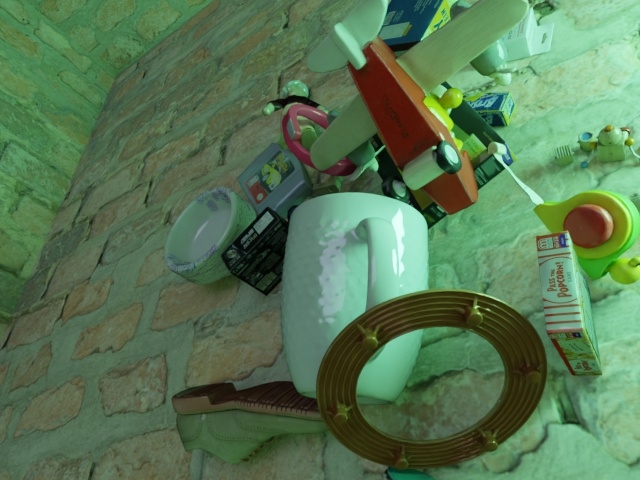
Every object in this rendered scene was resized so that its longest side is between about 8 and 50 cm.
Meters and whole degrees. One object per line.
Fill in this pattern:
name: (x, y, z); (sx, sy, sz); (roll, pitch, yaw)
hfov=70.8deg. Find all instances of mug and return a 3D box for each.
mug: (0.065, 0.103, 0.790); (0.275, 0.374, 0.329); (8, 66, -5)

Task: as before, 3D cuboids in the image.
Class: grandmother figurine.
grandmother figurine: (-0.082, -0.409, 1.441); (0.343, 0.207, 0.104); (-92, 16, -47)

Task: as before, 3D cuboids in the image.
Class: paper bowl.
paper bowl: (-0.305, -0.004, 1.314); (0.284, 0.148, 0.285); (-21, 49, 27)

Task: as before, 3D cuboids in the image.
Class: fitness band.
fitness band: (0.002, -0.272, 1.213); (0.054, 0.208, 0.291); (-58, 27, 33)

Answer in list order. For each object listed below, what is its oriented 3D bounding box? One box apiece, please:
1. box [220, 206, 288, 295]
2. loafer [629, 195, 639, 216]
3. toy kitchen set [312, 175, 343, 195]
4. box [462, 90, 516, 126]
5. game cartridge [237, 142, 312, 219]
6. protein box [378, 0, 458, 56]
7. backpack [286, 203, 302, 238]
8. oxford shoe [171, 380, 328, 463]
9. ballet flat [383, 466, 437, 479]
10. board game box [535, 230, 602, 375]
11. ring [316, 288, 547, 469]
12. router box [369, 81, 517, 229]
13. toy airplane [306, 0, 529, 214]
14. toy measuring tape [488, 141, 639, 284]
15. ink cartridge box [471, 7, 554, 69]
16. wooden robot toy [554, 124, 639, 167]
box: (-0.136, 0.029, 1.152); (0.180, 0.147, 0.077); (-47, 43, 4)
loafer: (0.557, -0.059, 0.737); (0.125, 0.039, 0.045); (-20, 81, 35)
toy kitchen set: (0.014, -0.181, 1.237); (0.075, 0.068, 0.083); (-10, 55, 34)
box: (0.360, -0.306, 1.055); (0.168, 0.054, 0.059); (13, 70, 44)
game cartridge: (-0.141, -0.184, 1.381); (0.196, 0.060, 0.294); (-41, 43, 3)
protein box: (0.266, -0.569, 1.259); (0.201, 0.136, 0.200); (16, 71, 44)
backpack: (0.000, 0.000, 1.067); (0.117, 0.158, 0.174); (-146, 51, -76)
oxford shoe: (-0.135, 0.383, 0.943); (0.396, 0.140, 0.147); (-9, 86, 29)
ballet flat: (0.191, 0.413, 0.665); (0.240, 0.091, 0.077); (3, 88, 45)
board game box: (0.366, 0.098, 0.659); (0.045, 0.193, 0.147); (-12, 53, 33)
ring: (0.161, 0.219, 0.647); (0.336, 0.337, 0.032); (-36, 21, 13)
router box: (0.242, -0.211, 1.017); (0.243, 0.081, 0.309); (-41, 50, 19)
toy airplane: (0.161, -0.277, 0.874); (0.385, 0.272, 0.385); (21, 118, 30)
toy measuring tape: (0.422, -0.075, 0.758); (0.121, 0.121, 0.330); (-35, 64, 14)
ink cartridge box: (0.462, -0.497, 1.102); (0.181, 0.061, 0.105); (0, 61, 39)
wooden robot toy: (0.520, -0.187, 0.821); (0.173, 0.079, 0.076); (1, 62, 39)
